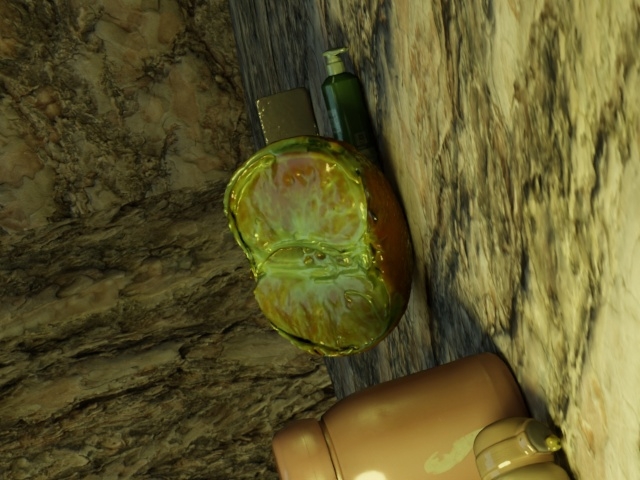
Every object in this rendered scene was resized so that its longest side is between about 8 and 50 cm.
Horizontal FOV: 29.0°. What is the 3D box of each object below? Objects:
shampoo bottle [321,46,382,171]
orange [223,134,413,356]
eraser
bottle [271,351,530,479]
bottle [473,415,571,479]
[{"bbox_3d":[0.043,-0.193,1.884,0.065,0.065,0.205,-151,46,-82],"label":"shampoo bottle"},{"bbox_3d":[0.003,-0.003,1.828,0.335,0.262,0.196,66,-156,-23],"label":"orange"},{"bbox_3d":[-0.046,-0.147,2.562,0.077,0.111,0.353,-116,11,-69],"label":"eraser"},{"bbox_3d":[0.095,0.262,1.435,0.173,0.296,0.207,89,165,-61],"label":"bottle"},{"bbox_3d":[0.225,0.281,1.269,0.110,0.097,0.209,-47,52,44],"label":"bottle"}]
